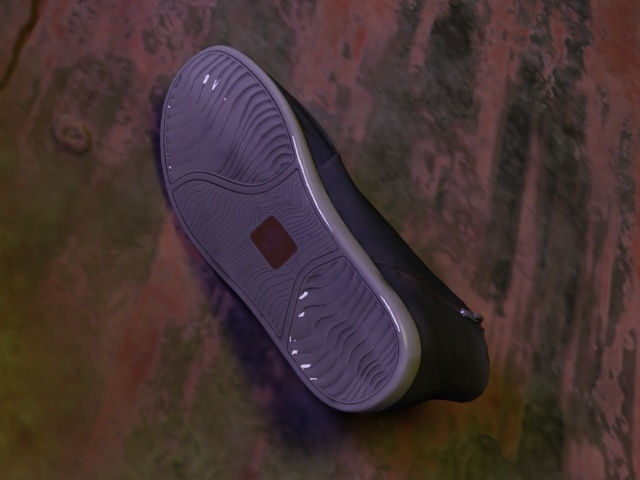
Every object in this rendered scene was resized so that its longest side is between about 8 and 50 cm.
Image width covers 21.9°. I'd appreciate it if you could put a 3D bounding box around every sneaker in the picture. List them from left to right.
[{"bbox_3d":[0.000,0.000,0.875,0.118,0.083,0.222,16,40,-60],"label":"sneaker"}]
